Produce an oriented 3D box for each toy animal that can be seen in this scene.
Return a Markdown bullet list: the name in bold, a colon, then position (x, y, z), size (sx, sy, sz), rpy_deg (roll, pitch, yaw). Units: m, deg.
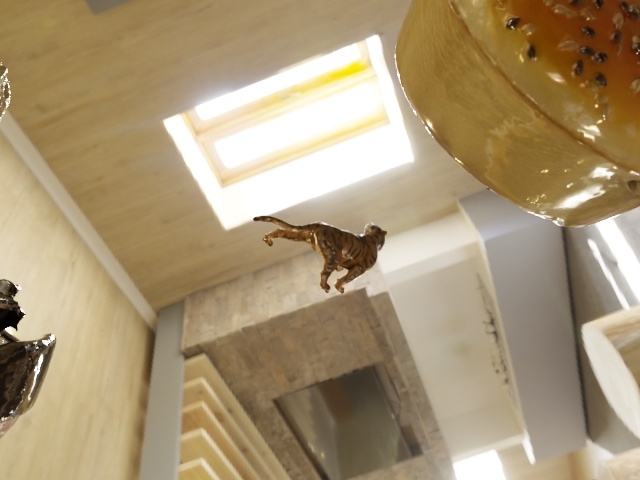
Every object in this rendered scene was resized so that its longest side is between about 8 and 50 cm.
- **toy animal**: position (0.004, 0.005, 0.996), size (0.255, 0.116, 0.114), rpy_deg (20, -157, -37)

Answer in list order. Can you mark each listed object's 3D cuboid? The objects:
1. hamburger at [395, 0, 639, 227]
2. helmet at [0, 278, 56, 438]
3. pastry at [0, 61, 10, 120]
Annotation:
- **hamburger**: position (0.210, -0.158, 0.511), size (0.300, 0.176, 0.300), rpy_deg (20, -132, -25)
- **helmet**: position (-0.286, 0.068, 0.332), size (0.253, 0.198, 0.154), rpy_deg (22, -93, -58)
- **pastry**: position (-0.432, -0.128, 0.593), size (0.089, 0.258, 0.121), rpy_deg (77, -161, -44)
